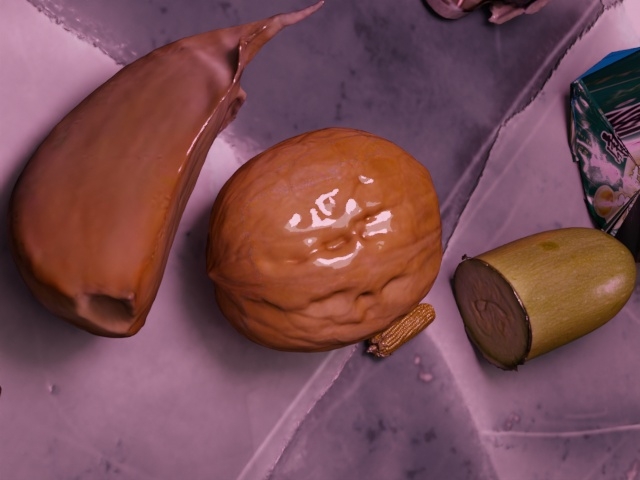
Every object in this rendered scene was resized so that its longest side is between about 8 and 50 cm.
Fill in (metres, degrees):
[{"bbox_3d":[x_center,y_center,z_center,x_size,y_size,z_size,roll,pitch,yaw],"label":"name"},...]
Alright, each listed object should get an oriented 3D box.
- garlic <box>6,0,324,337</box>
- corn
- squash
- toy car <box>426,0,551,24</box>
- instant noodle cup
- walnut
[{"bbox_3d":[-0.132,-0.063,1.684,0.151,0.196,0.338,49,62,-33],"label":"garlic"},{"bbox_3d":[0.076,0.087,1.874,0.083,0.027,0.028,-31,117,-30],"label":"corn"},{"bbox_3d":[0.233,0.046,1.914,0.186,0.123,0.123,-18,94,-28],"label":"squash"},{"bbox_3d":[0.150,-0.334,1.892,0.235,0.172,0.158,35,53,-19],"label":"toy car"},{"bbox_3d":[0.391,-0.100,1.968,0.178,0.240,0.240,-19,94,-36],"label":"instant noodle cup"},{"bbox_3d":[0.000,0.000,1.754,0.221,0.195,0.195,-20,95,-22],"label":"walnut"}]
